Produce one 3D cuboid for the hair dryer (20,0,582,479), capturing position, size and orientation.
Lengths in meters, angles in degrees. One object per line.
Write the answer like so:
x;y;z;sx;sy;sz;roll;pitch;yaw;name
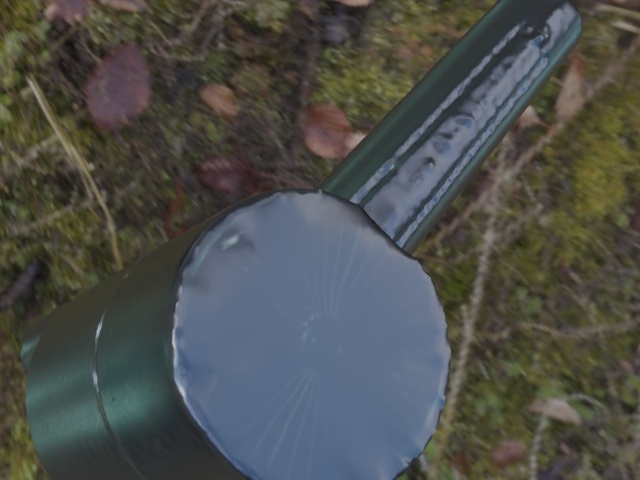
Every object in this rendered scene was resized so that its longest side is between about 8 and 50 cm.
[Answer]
0.000;0.000;0.692;0.116;0.244;0.302;50;61;-11;hair dryer
